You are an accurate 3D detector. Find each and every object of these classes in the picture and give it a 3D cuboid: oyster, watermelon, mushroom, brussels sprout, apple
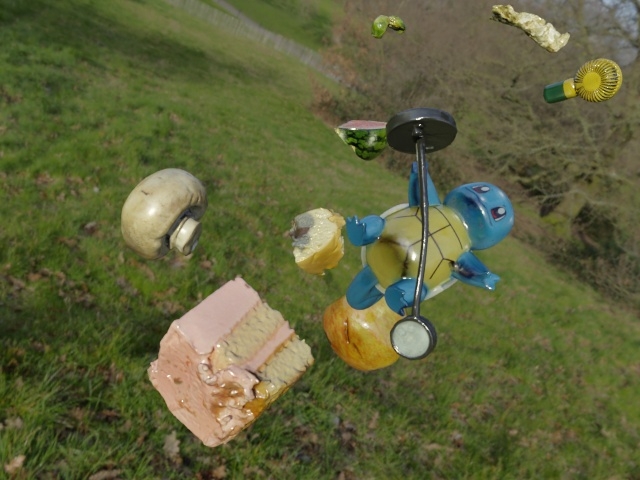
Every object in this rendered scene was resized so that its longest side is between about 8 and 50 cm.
[{"bbox_3d":[0.513,-0.537,1.414,0.200,0.061,0.106,33,10,35],"label":"oyster"},{"bbox_3d":[0.172,-0.340,1.931,0.159,0.128,0.303,12,21,22],"label":"watermelon"},{"bbox_3d":[-0.256,-0.042,0.949,0.127,0.166,0.166,33,28,0],"label":"mushroom"},{"bbox_3d":[0.160,-0.513,1.343,0.083,0.051,0.046,-19,26,-17],"label":"brussels sprout"},{"bbox_3d":[0.145,0.262,1.680,0.264,0.264,0.264,23,29,-14],"label":"apple"}]

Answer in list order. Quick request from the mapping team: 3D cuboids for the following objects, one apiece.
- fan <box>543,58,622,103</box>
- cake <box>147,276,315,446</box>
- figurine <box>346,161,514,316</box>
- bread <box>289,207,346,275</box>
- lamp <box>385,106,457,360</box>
[{"bbox_3d":[0.512,-0.305,1.117,0.039,0.155,0.082,-17,96,-34],"label":"fan"},{"bbox_3d":[-0.232,0.310,1.424,0.307,0.314,0.293,46,38,8],"label":"cake"},{"bbox_3d":[0.208,0.026,1.170,0.297,0.416,0.243,61,15,24],"label":"figurine"},{"bbox_3d":[0.007,0.002,1.969,0.183,0.211,0.224,65,3,26],"label":"bread"},{"bbox_3d":[0.166,-0.010,0.871,0.130,0.371,0.108,-7,1,25],"label":"lamp"}]
